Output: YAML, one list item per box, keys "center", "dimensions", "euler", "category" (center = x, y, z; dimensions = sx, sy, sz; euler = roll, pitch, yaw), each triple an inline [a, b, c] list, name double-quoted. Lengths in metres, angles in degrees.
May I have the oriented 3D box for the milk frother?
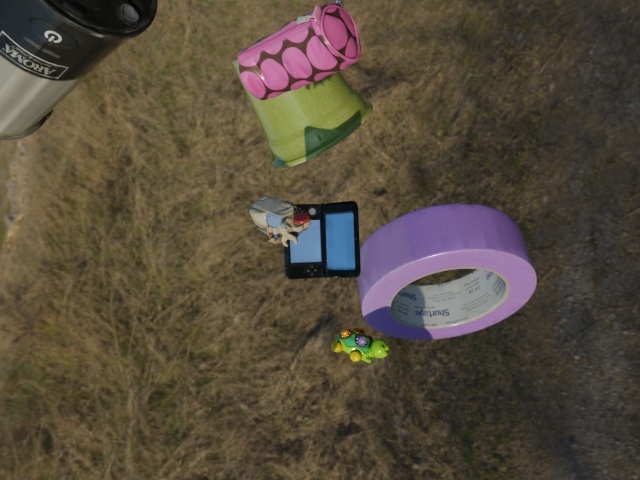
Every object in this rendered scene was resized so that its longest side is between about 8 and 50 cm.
- center: [-0.174, -0.158, 0.341]
  dimensions: [0.135, 0.129, 0.143]
  euler: [-21, 39, 37]
  category: "milk frother"

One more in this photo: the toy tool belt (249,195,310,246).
- center: [-0.043, -0.018, 0.688]
  dimensions: [0.083, 0.052, 0.051]
  euler: [20, 139, 31]
  category: "toy tool belt"

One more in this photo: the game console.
- center: [0.000, 0.000, 0.924]
  dimensions: [0.071, 0.107, 0.122]
  euler: [174, 94, -73]
  category: "game console"

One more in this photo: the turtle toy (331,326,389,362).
- center: [0.091, 0.236, 1.317]
  dimensions: [0.130, 0.095, 0.066]
  euler: [22, 91, 23]
  category: "turtle toy"

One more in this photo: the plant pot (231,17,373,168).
- center: [-0.059, -0.347, 1.325]
  dimensions: [0.276, 0.254, 0.276]
  euler: [-27, 23, 13]
  category: "plant pot"

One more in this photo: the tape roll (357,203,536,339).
- center: [0.197, 0.060, 0.940]
  dimensions: [0.275, 0.275, 0.090]
  euler: [-44, 40, 41]
  category: "tape roll"

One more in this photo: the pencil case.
- center: [-0.041, -0.283, 0.879]
  dimensions: [0.209, 0.098, 0.095]
  euler: [-12, 71, 44]
  category: "pencil case"
